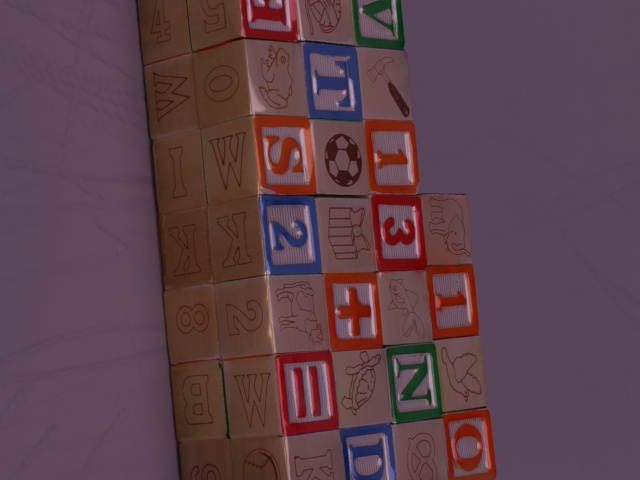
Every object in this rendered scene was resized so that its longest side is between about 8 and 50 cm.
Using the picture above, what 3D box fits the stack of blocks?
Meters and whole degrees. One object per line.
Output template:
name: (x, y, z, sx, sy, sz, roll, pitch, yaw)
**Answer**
stack of blocks: (0.000, 0.000, 1.004, 0.171, 0.087, 0.297, -2, 85, -45)
